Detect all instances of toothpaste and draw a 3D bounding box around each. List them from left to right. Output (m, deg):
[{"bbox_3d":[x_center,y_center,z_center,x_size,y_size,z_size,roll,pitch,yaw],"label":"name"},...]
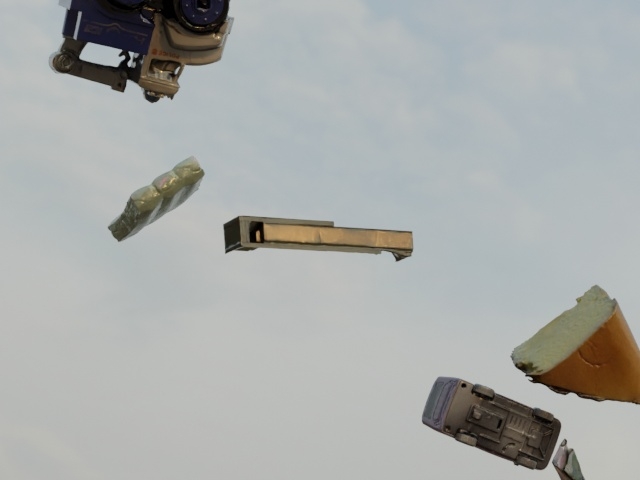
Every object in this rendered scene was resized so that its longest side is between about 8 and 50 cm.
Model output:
[{"bbox_3d":[0.316,0.315,1.932,0.028,0.045,0.170,-9,-61,40],"label":"toothpaste"}]

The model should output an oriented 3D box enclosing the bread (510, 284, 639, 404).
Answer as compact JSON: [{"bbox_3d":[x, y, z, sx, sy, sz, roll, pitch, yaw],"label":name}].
[{"bbox_3d":[0.357,0.173,2.235,0.160,0.140,0.169,-26,-70,-1],"label":"bread"}]

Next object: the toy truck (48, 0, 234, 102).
[{"bbox_3d":[-0.221,-0.264,2.011,0.213,0.177,0.161,12,7,-19],"label":"toy truck"}]

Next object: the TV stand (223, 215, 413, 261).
[{"bbox_3d":[0.000,0.000,2.074,0.256,0.040,0.049,3,-15,-31],"label":"TV stand"}]

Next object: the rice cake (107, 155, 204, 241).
[{"bbox_3d":[-0.239,-0.058,2.370,0.043,0.127,0.237,56,-17,0],"label":"rice cake"}]

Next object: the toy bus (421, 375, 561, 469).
[{"bbox_3d":[0.234,0.248,2.211,0.178,0.087,0.098,23,-8,-22],"label":"toy bus"}]
